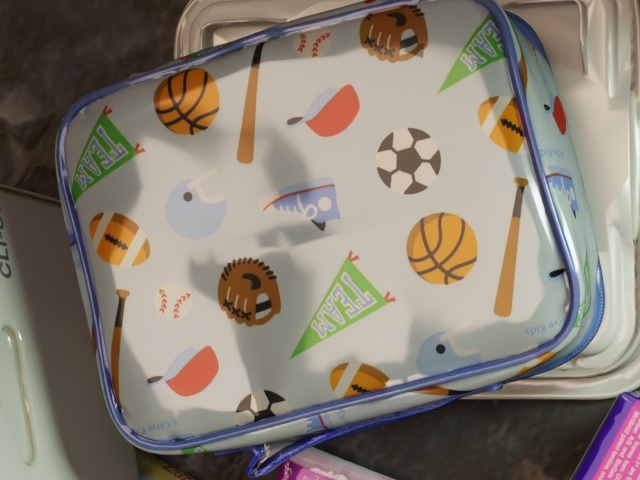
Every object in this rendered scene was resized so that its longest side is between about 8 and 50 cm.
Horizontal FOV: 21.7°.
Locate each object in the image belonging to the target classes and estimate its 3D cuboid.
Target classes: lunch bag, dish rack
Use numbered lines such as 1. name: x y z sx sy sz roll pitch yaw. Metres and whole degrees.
1. lunch bag: 0.000 0.000 0.960 0.303 0.115 0.243 -16 85 17
2. dish rack: 0.050 -0.042 1.040 0.332 0.072 0.286 -1 87 18

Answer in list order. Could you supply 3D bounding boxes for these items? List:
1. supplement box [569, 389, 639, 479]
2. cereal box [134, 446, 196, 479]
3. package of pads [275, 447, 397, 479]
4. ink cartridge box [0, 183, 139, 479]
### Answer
1. supplement box: 0.246 0.183 0.938 0.220 0.111 0.114 31 97 17
2. cereal box: -0.186 0.239 1.122 0.173 0.047 0.240 28 96 19
3. package of pads: 0.011 0.164 1.064 0.083 0.032 0.050 19 91 19
4. ink cartridge box: -0.312 0.153 1.070 0.384 0.160 0.279 -20 74 27
